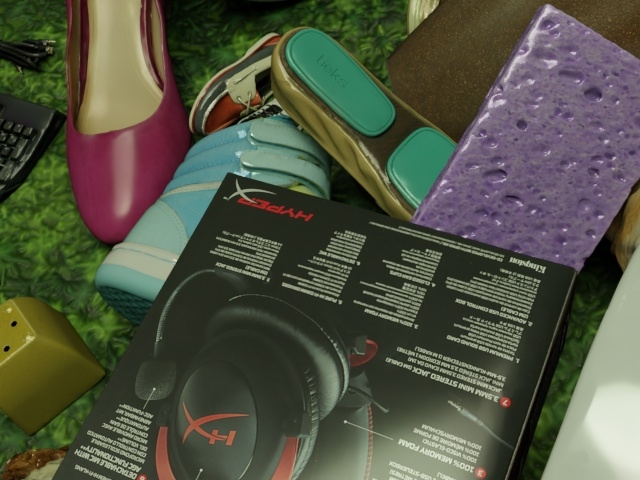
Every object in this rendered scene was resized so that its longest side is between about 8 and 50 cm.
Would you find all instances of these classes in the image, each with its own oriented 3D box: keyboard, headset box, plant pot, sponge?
[{"bbox_3d":[-0.407,-0.160,0.931,0.317,0.033,0.201,18,66,21],"label":"keyboard"},{"bbox_3d":[-0.011,0.129,0.473,0.218,0.110,0.293,16,63,20],"label":"headset box"},{"bbox_3d":[0.179,-0.150,0.703,0.231,0.215,0.215,-23,57,19],"label":"plant pot"},{"bbox_3d":[0.145,-0.039,0.597,0.117,0.031,0.210,30,98,-5],"label":"sponge"},{"bbox_3d":[-0.243,0.094,0.715,0.081,0.083,0.081,-39,60,-11],"label":"plant pot"}]

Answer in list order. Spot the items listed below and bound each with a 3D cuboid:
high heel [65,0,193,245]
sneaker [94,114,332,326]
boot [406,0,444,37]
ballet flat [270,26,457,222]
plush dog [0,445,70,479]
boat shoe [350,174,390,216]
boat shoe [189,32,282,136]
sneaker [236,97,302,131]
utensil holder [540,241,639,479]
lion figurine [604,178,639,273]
[{"bbox_3d":[-0.204,-0.187,0.809,0.127,0.181,0.377,-12,59,7],"label":"high heel"},{"bbox_3d":[0.000,0.000,0.691,0.319,0.127,0.208,16,62,15],"label":"sneaker"},{"bbox_3d":[0.186,-0.241,0.808,0.165,0.077,0.213,20,59,23],"label":"boot"},{"bbox_3d":[0.050,-0.069,0.675,0.080,0.073,0.232,-40,84,-26],"label":"ballet flat"},{"bbox_3d":[-0.194,0.235,0.570,0.262,0.210,0.225,34,56,28],"label":"plush dog"},{"bbox_3d":[0.091,-0.027,0.724,0.048,0.056,0.153,-45,53,-8],"label":"boat shoe"},{"bbox_3d":[-0.069,-0.146,0.835,0.043,0.049,0.137,34,68,25],"label":"boat shoe"},{"bbox_3d":[-0.050,-0.105,0.808,0.040,0.043,0.109,26,68,27],"label":"sneaker"},{"bbox_3d":[0.307,0.177,0.401,0.386,0.327,0.327,20,67,24],"label":"utensil holder"},{"bbox_3d":[0.403,0.016,0.555,0.392,0.142,0.240,33,116,10],"label":"lion figurine"}]
